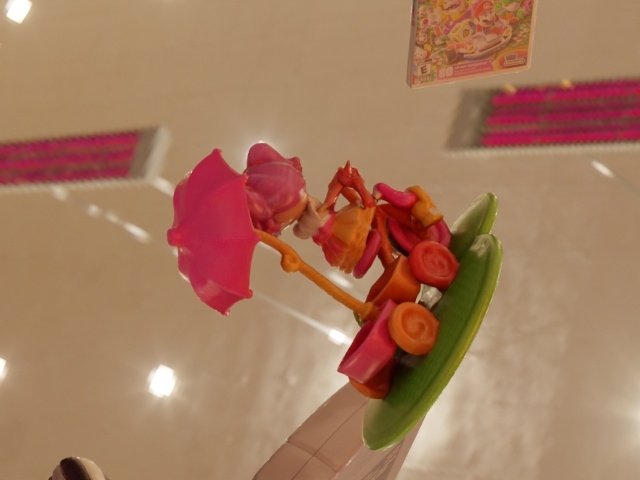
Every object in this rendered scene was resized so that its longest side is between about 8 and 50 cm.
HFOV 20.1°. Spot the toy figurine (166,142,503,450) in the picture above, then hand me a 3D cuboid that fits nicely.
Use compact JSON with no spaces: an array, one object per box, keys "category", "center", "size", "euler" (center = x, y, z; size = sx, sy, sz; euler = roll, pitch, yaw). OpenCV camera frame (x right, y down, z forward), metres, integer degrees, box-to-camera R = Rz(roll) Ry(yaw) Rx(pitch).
[{"category":"toy figurine","center":[0.000,0.000,0.947],"size":[0.130,0.159,0.173],"euler":[-50,-167,46]}]

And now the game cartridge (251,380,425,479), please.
[{"category":"game cartridge","center":[-0.001,0.207,1.431],"size":[0.060,0.294,0.196],"euler":[33,-64,13]}]

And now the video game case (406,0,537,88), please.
[{"category":"video game case","center":[0.099,-0.157,1.148],"size":[0.011,0.087,0.122],"euler":[-123,-151,-49]}]

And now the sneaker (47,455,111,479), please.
[{"category":"sneaker","center":[-0.071,0.239,1.092],"size":[0.106,0.162,0.281],"euler":[-55,-147,14]}]
